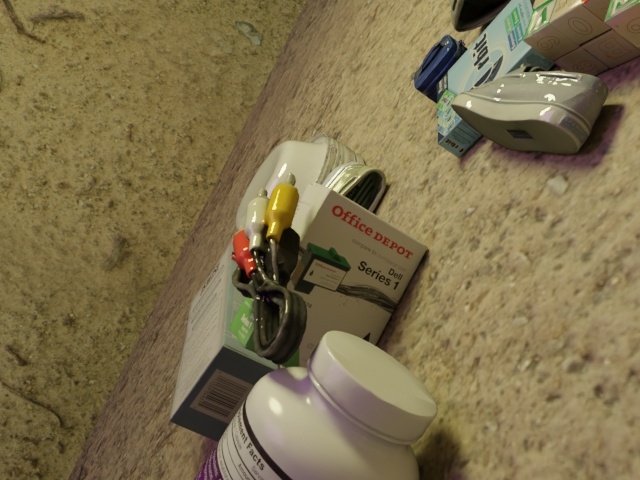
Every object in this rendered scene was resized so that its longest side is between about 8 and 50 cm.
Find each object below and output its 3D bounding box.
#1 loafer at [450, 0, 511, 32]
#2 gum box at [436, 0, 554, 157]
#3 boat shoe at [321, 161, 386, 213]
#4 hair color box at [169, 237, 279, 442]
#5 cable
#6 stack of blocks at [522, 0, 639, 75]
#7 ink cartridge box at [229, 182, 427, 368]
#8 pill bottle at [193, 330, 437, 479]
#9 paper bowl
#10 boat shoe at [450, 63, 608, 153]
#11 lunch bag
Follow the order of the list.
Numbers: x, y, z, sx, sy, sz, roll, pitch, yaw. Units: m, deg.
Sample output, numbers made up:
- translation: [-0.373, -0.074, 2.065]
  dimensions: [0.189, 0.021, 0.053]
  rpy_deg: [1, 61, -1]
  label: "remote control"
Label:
- translation: [0.275, -0.382, 0.927]
  dimensions: [0.319, 0.112, 0.112]
  rpy_deg: [147, 143, -70]
  label: "loafer"
- translation: [0.226, -0.222, 0.909]
  dimensions: [0.184, 0.041, 0.157]
  rpy_deg: [-46, 23, 37]
  label: "gum box"
- translation: [0.000, 0.000, 1.096]
  dimensions: [0.302, 0.109, 0.094]
  rpy_deg: [-61, 19, -10]
  label: "boat shoe"
- translation: [-0.172, 0.172, 1.296]
  dimensions: [0.185, 0.113, 0.374]
  rpy_deg: [-54, 19, 20]
  label: "hair color box"
- translation: [-0.069, 0.038, 0.744]
  dimensions: [0.139, 0.072, 0.287]
  rpy_deg: [-48, 18, 24]
  label: "cable"
- translation: [0.318, -0.246, 0.611]
  dimensions: [0.297, 0.087, 0.171]
  rpy_deg: [-18, 46, 65]
  label: "stack of blocks"
- translation: [0.011, 0.058, 0.879]
  dimensions: [0.220, 0.160, 0.092]
  rpy_deg: [-62, 20, -1]
  label: "ink cartridge box"
- translation: [-0.029, 0.252, 0.659]
  dimensions: [0.323, 0.181, 0.181]
  rpy_deg: [-57, 18, 11]
  label: "pill bottle"
- translation: [-0.052, -0.070, 1.280]
  dimensions: [0.284, 0.148, 0.284]
  rpy_deg: [-51, 19, 25]
  label: "paper bowl"
- translation: [0.227, -0.149, 0.757]
  dimensions: [0.081, 0.079, 0.227]
  rpy_deg: [-52, 23, 0]
  label: "boat shoe"
- translation: [0.186, -0.259, 1.038]
  dimensions: [0.098, 0.065, 0.067]
  rpy_deg: [-52, 20, 28]
  label: "lunch bag"
